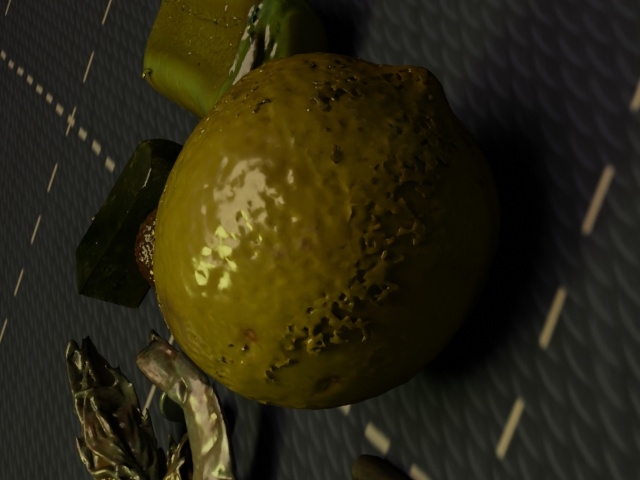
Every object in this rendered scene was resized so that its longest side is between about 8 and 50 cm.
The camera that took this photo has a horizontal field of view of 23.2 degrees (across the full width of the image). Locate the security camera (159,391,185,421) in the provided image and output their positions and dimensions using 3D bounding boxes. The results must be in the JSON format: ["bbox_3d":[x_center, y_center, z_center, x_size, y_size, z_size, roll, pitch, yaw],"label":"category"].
[{"bbox_3d":[-0.123,0.183,1.602,0.092,0.058,0.058,40,113,49],"label":"security camera"}]

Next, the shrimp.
[{"bbox_3d":[-0.167,0.204,1.562,0.360,0.085,0.247,52,131,40],"label":"shrimp"}]

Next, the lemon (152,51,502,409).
[{"bbox_3d":[0.000,0.000,1.203,0.310,0.258,0.258,-55,31,30],"label":"lemon"}]

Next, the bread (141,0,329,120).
[{"bbox_3d":[-0.091,-0.205,1.671,0.166,0.112,0.383,-69,24,6],"label":"bread"}]

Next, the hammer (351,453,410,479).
[{"bbox_3d":[0.092,0.215,1.149,0.297,0.027,0.125,22,97,66],"label":"hammer"}]

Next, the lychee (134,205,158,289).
[{"bbox_3d":[-0.141,0.012,1.656,0.146,0.114,0.114,126,155,-77],"label":"lychee"}]

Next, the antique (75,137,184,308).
[{"bbox_3d":[-0.214,-0.024,1.867,0.221,0.080,0.081,-54,33,35],"label":"antique"}]
